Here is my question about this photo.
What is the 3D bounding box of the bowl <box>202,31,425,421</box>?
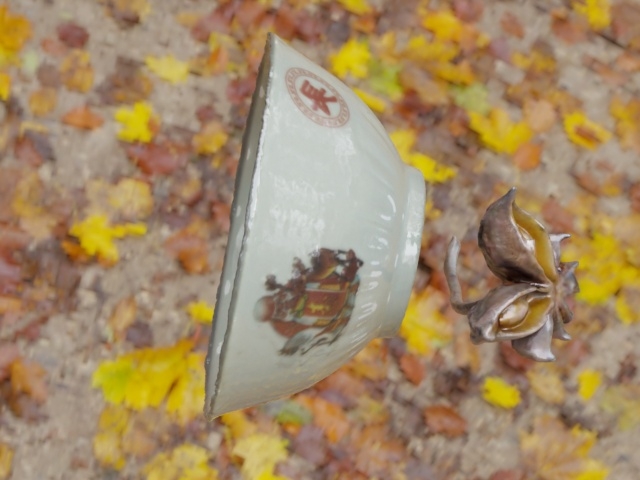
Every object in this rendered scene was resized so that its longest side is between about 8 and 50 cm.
[{"bbox_3d":[0.000,0.000,1.312,0.158,0.337,0.337,9,51,-5],"label":"bowl"}]

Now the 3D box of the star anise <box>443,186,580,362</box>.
[{"bbox_3d":[0.124,0.023,1.292,0.218,0.227,0.148,-30,104,-40],"label":"star anise"}]
